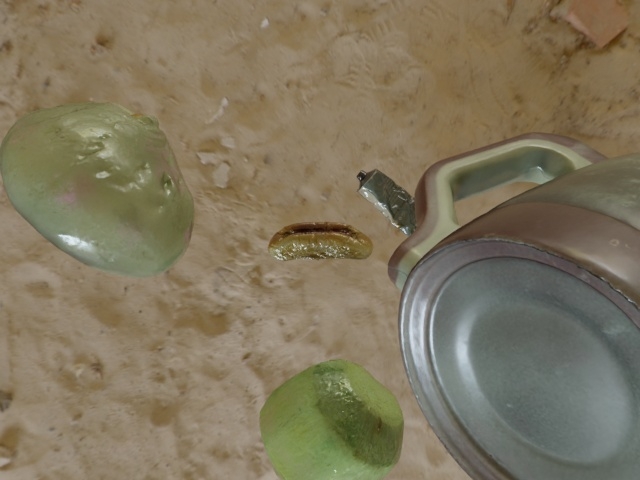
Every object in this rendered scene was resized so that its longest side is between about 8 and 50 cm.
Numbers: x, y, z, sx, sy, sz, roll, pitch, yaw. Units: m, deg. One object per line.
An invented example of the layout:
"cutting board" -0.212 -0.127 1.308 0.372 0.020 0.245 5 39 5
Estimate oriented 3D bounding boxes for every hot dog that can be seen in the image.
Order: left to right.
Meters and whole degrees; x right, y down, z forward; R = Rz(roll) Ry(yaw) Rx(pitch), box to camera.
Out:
"hot dog" 0.000 0.000 1.724 0.242 0.084 0.073 0 124 3

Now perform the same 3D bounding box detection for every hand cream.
"hand cream" 0.164 -0.041 1.277 0.248 0.075 0.052 36 132 2

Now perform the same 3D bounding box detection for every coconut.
"coconut" 0.015 0.432 1.657 0.328 0.328 0.281 -23 41 5

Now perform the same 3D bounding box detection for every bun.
"bun" -0.275 -0.087 1.006 0.283 0.283 0.179 44 105 8

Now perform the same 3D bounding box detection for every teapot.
"teapot" 0.214 0.022 0.591 0.312 0.233 0.315 -27 53 -37
